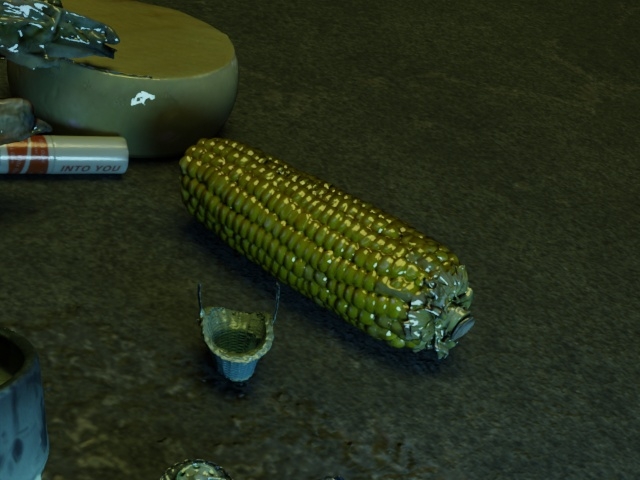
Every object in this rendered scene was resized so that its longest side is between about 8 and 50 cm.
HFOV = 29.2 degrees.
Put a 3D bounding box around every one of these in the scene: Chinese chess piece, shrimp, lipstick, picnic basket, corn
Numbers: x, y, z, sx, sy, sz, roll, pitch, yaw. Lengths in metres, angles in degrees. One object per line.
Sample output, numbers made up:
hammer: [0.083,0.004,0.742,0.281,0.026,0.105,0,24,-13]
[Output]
Chinese chess piece: [-0.214,-0.181,1.341,0.250,0.097,0.251,11,28,-6]
shrimp: [-0.339,-0.167,1.108,0.360,0.085,0.247,-5,56,-38]
lipstick: [-0.256,-0.084,1.207,0.130,0.038,0.038,-2,33,-28]
picnic basket: [-0.068,0.069,0.979,0.065,0.083,0.083,6,27,-5]
corn: [0.000,0.000,1.109,0.318,0.115,0.115,28,31,23]

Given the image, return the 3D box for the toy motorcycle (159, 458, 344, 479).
toy motorcycle: [-0.027,0.203,0.778,0.190,0.074,0.106,21,39,10]

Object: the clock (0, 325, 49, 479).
clock: [-0.319,0.101,0.701,0.325,0.067,0.325,2,10,0]
